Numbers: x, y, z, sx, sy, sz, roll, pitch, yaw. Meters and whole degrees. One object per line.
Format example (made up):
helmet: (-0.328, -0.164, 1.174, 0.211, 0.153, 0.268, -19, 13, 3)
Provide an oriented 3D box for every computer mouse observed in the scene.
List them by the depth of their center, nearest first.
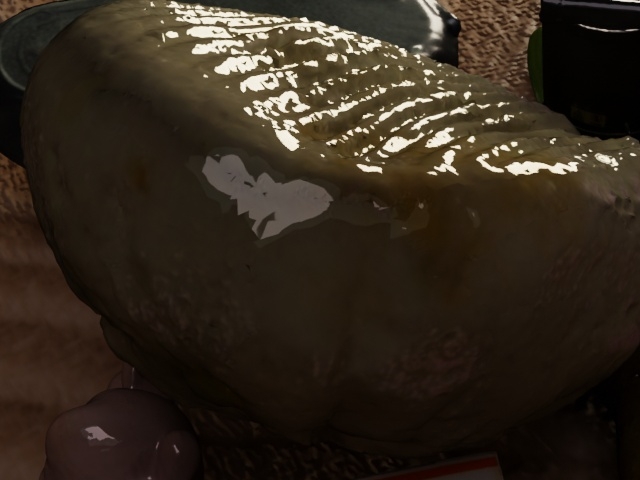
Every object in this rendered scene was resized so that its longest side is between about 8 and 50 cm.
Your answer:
computer mouse: (-0.077, -0.115, 0.970, 0.374, 0.114, 0.203, -6, 45, -6)

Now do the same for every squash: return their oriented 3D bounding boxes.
squash: (0.179, -0.138, 1.006, 0.027, 0.027, 0.089, -1, 49, 8)

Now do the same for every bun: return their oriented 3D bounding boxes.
bun: (0.000, 0.000, 0.718, 0.365, 0.219, 0.365, 14, 17, -5)

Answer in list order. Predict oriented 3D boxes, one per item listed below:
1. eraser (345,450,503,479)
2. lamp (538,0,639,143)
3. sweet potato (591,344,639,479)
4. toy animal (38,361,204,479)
eraser: (0.035, 0.220, 0.610, 0.157, 0.038, 0.230, -12, 48, 2)
lamp: (0.199, -0.117, 0.847, 0.147, 0.227, 0.172, 9, 50, 17)
sweet potato: (0.188, 0.104, 0.753, 0.108, 0.079, 0.346, -24, 45, 4)
toy animal: (-0.122, 0.134, 0.755, 0.124, 0.124, 0.212, -14, 41, -4)
